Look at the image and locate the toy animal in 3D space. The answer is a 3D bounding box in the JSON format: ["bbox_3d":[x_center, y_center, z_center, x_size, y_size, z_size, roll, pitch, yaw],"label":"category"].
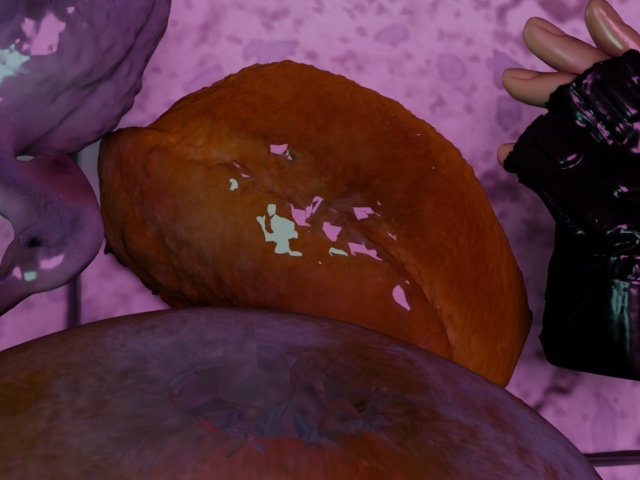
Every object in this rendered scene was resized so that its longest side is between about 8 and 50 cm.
[{"bbox_3d":[-0.140,-0.085,0.549,0.195,0.090,0.324,-23,56,-9],"label":"toy animal"}]

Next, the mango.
[{"bbox_3d":[-0.064,0.129,0.452,0.384,0.198,0.221,2,41,15],"label":"mango"}]

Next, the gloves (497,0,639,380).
[{"bbox_3d":[0.155,-0.032,0.599,0.124,0.164,0.203,4,87,11],"label":"gloves"}]

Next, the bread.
[{"bbox_3d":[0.006,0.000,0.565,0.260,0.134,0.129,37,67,1],"label":"bread"}]
